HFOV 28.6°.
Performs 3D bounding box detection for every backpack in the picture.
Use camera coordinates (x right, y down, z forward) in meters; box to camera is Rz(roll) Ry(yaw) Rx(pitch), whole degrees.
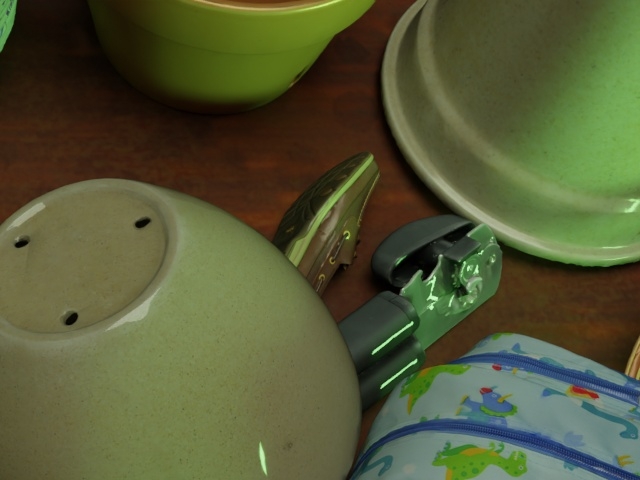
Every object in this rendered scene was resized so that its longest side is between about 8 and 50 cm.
[{"bbox_3d":[0.182,0.223,0.840,0.355,0.290,0.273,13,50,2],"label":"backpack"}]

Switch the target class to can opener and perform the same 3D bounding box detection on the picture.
[{"bbox_3d":[0.036,0.071,1.006,0.283,0.076,0.095,-34,41,-27],"label":"can opener"}]

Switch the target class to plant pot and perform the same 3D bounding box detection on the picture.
[{"bbox_3d":[0.251,-0.197,1.052,0.333,0.305,0.334,8,57,-12],"label":"plant pot"},{"bbox_3d":[-0.084,-0.244,1.067,0.290,0.203,0.291,6,60,-10],"label":"plant pot"},{"bbox_3d":[-0.129,0.072,0.819,0.284,0.191,0.284,-8,48,9],"label":"plant pot"}]

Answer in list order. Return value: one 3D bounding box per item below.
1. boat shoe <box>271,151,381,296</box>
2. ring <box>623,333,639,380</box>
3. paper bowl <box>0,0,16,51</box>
[{"bbox_3d":[0.000,0.000,1.036,0.060,0.064,0.178,47,58,-20],"label":"boat shoe"},{"bbox_3d":[0.400,0.159,0.993,0.336,0.032,0.337,0,79,2],"label":"ring"},{"bbox_3d":[-0.387,-0.217,1.008,0.284,0.148,0.284,6,59,-10],"label":"paper bowl"}]
